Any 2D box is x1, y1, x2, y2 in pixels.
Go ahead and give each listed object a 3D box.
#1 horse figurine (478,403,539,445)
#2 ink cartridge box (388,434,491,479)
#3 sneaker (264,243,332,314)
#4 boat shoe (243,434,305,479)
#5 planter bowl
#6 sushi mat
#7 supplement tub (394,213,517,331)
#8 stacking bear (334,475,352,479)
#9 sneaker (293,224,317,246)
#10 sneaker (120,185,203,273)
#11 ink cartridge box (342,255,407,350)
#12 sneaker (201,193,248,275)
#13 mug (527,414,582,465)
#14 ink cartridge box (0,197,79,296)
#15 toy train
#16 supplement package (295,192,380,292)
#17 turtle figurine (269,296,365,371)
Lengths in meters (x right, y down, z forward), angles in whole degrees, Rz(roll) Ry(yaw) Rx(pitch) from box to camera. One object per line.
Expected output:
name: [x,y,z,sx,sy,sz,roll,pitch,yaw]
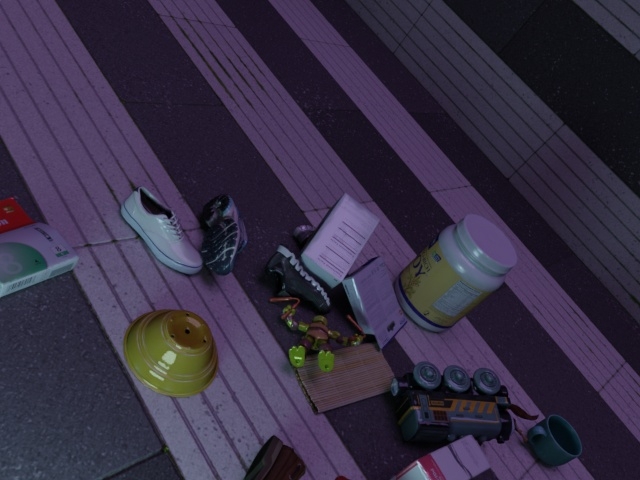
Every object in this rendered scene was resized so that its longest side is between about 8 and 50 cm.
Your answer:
horse figurine: [0.488,0.495,1.704,0.263,0.066,0.174,4,31,-27]
ink cartridge box: [0.262,0.543,1.374,0.218,0.158,0.092,-5,53,-45]
sneaker: [-0.066,0.127,1.614,0.106,0.078,0.234,-44,108,-18]
boat shoe: [-0.108,0.502,1.121,0.104,0.110,0.307,38,35,-1]
planter bowl: [-0.299,0.215,1.283,0.217,0.090,0.217,25,37,-20]
sushi mat: [0.070,0.344,1.543,0.317,0.019,0.151,-2,53,-44]
supplement tub: [0.414,0.101,1.855,0.241,0.331,0.241,25,37,-20]
stacking bear: [0.098,0.601,1.171,0.289,0.164,0.175,48,35,20]
sneaker: [0.000,0.000,1.826,0.170,0.063,0.074,5,50,-35]
sneaker: [-0.382,-0.025,1.471,0.258,0.091,0.094,42,35,0]
ink cartridge box: [0.159,0.179,1.738,0.223,0.045,0.224,-28,97,-59]
sneaker: [-0.231,-0.004,1.564,0.122,0.110,0.283,52,18,-37]
mug: [0.671,0.583,1.761,0.158,0.097,0.129,42,35,4]
ink cartridge box: [-0.645,-0.004,1.242,0.224,0.056,0.181,48,35,9]
toy train: [0.345,0.432,1.560,0.334,0.142,0.190,9,49,-15]
supplement package: [0.040,0.011,1.710,0.134,0.139,0.244,37,59,-4]
turtle figurine: [-0.023,0.241,1.510,0.270,0.087,0.217,23,22,-1]
